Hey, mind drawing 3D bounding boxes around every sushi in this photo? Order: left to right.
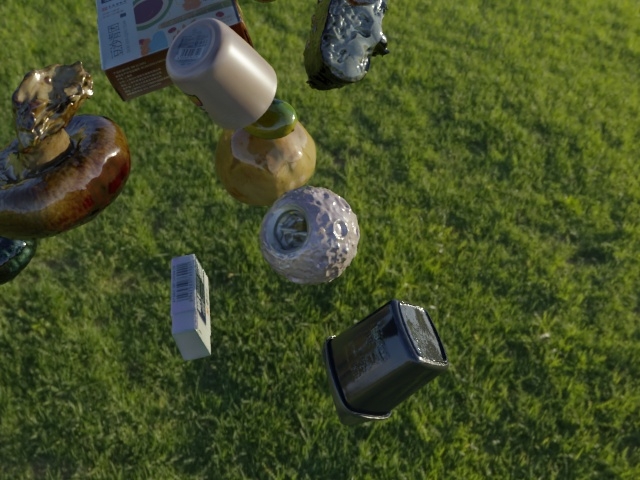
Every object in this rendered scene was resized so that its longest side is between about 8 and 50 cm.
[{"bbox_3d":[0.082,-0.622,1.894,0.235,0.207,0.348,21,80,-22],"label":"sushi"}]

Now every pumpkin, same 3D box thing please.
[{"bbox_3d":[-1.042,-0.009,1.909,0.315,0.315,0.238,-22,5,-29],"label":"pumpkin"}]

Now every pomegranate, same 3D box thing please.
[{"bbox_3d":[-0.203,-0.303,2.354,0.412,0.411,0.411,3,40,-3],"label":"pomegranate"}]

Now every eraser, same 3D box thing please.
[{"bbox_3d":[-0.366,0.183,1.728,0.086,0.130,0.287,-13,43,0],"label":"eraser"}]

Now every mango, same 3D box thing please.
[{"bbox_3d":[-0.165,-0.363,1.833,0.191,0.122,0.085,6,7,7],"label":"mango"}]

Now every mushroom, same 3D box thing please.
[{"bbox_3d":[-0.569,-0.159,1.242,0.334,0.356,0.331,17,72,31],"label":"mushroom"}]

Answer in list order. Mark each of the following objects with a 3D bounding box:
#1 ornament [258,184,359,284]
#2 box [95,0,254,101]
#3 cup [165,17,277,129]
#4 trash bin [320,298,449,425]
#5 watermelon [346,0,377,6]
[{"bbox_3d":[-0.023,-0.013,1.590,0.259,0.259,0.225,36,10,31],"label":"ornament"},{"bbox_3d":[-0.409,-0.599,1.710,0.386,0.122,0.344,-19,56,1],"label":"box"},{"bbox_3d":[-0.252,-0.405,1.443,0.191,0.200,0.253,-50,53,3],"label":"cup"},{"bbox_3d":[0.131,0.280,1.411,0.182,0.290,0.209,21,39,-38],"label":"trash bin"},{"bbox_3d":[0.053,-0.567,1.319,0.180,0.081,0.094,31,62,-5],"label":"watermelon"}]
